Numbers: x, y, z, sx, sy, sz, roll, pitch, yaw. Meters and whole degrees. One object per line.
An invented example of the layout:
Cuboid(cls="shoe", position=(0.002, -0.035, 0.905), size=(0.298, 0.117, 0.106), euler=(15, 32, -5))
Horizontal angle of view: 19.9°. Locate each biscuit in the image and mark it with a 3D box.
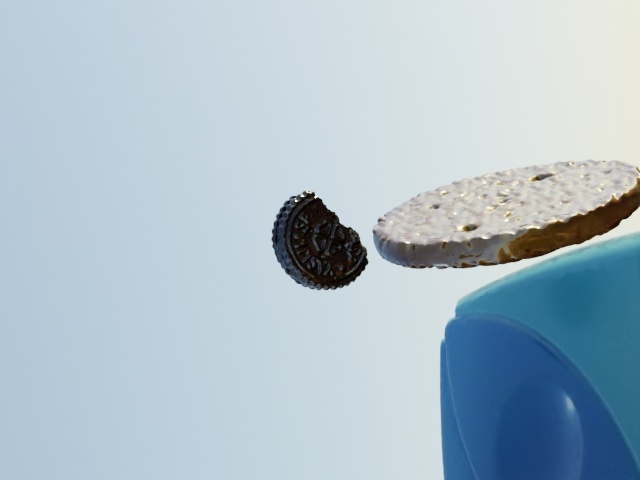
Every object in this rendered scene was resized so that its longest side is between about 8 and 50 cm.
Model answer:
Cuboid(cls="biscuit", position=(0.127, -0.017, 1.222), size=(0.188, 0.188, 0.027), euler=(-53, -49, -70))
Cuboid(cls="biscuit", position=(0.000, 0.000, 1.587), size=(0.027, 0.087, 0.089), euler=(169, 95, -68))

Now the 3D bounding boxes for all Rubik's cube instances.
Cuboid(cls="Rubik's cube", position=(0.332, 0.194, 1.592), size=(0.351, 0.347, 0.352), euler=(-31, 58, 56))
